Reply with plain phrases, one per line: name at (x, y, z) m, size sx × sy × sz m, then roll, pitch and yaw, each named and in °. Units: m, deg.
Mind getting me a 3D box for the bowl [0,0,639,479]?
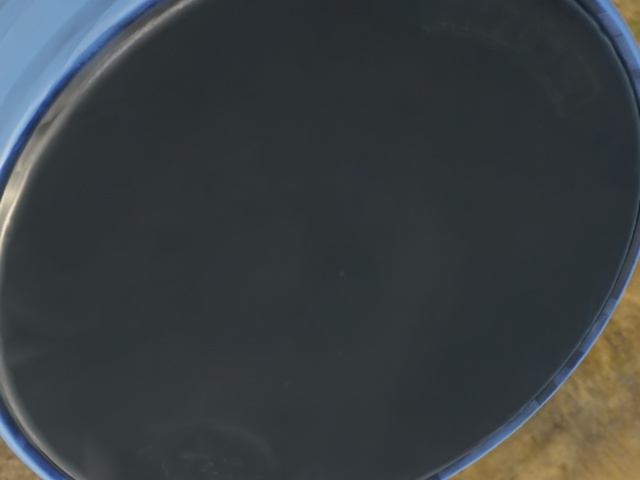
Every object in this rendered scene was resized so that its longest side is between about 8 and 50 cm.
bowl at (0.000, 0.000, 0.563) m, size 0.391 × 0.077 × 0.391 m, roll -12°, pitch 126°, yaw -17°
